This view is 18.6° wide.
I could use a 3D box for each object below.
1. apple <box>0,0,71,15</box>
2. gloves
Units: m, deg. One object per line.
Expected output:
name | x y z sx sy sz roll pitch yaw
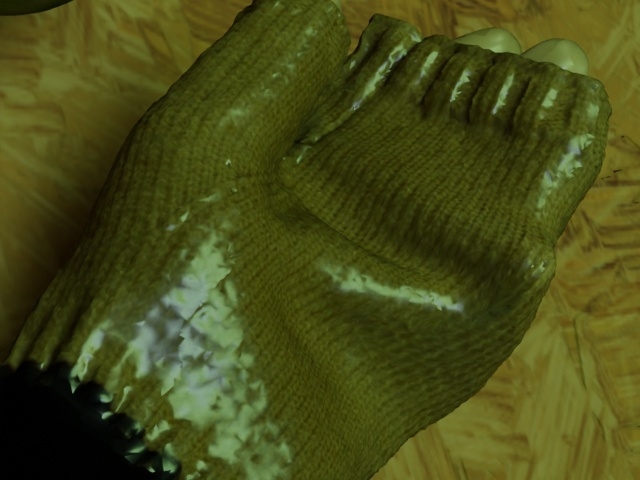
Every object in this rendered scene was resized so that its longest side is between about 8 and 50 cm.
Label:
apple | -0.137 -0.191 0.840 0.196 0.196 0.196 22 55 -36
gloves | -0.011 0.009 0.883 0.203 0.155 0.356 47 62 -5
